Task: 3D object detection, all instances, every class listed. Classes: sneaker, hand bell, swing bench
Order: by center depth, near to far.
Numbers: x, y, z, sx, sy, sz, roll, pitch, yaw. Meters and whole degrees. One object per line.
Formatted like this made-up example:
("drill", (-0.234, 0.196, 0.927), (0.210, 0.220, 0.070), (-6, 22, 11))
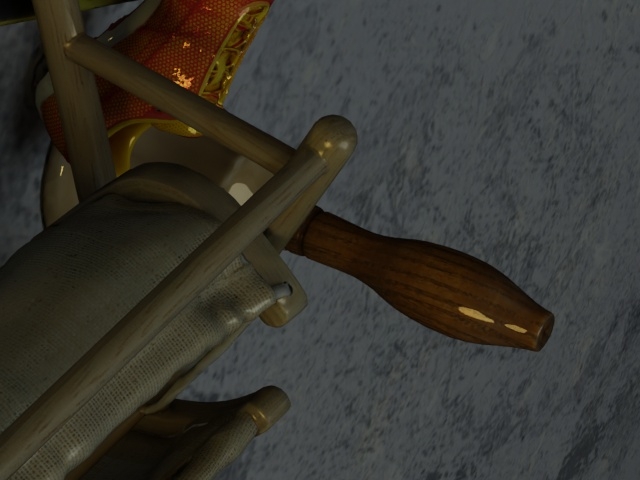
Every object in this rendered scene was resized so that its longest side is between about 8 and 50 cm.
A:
("swing bench", (-0.134, 0.071, 0.739), (0.253, 0.165, 0.254), (-45, 157, -39))
("sneaker", (-0.053, -0.087, 0.824), (0.175, 0.067, 0.064), (-41, 169, 32))
("hand bell", (0.000, 0.000, 0.888), (0.126, 0.242, 0.126), (-45, 149, -37))

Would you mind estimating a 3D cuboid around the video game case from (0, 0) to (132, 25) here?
("video game case", (-0.088, -0.227, 0.761), (0.248, 0.035, 0.274), (-23, 131, -56))
